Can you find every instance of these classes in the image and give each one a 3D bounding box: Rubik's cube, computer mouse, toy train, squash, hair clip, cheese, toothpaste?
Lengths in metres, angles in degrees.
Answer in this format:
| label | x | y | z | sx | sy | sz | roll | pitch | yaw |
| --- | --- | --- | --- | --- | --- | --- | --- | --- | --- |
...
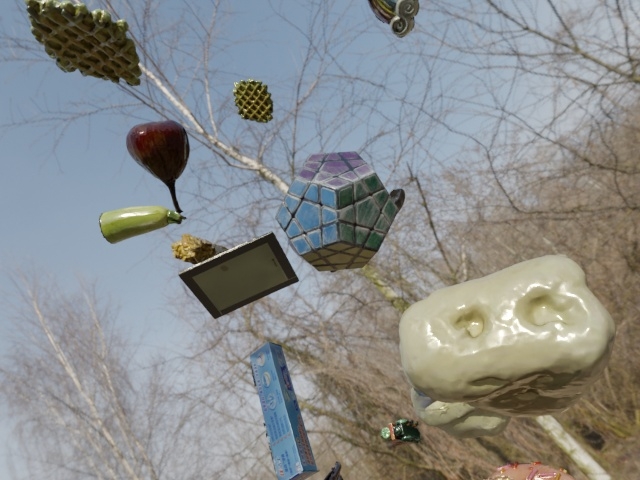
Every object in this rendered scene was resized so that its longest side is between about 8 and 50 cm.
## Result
| label | x | y | z | sx | sy | sz | roll | pitch | yaw |
| --- | --- | --- | --- | --- | --- | --- | --- | --- | --- |
| Rubik's cube | 0.040 | -0.073 | 1.139 | 0.264 | 0.319 | 0.319 | -15 | -38 | -57 |
| computer mouse | 0.268 | -0.124 | 1.666 | 0.172 | 0.057 | 0.099 | -47 | -24 | -8 |
| toy train | 0.162 | 0.391 | 0.893 | 0.064 | 0.044 | 0.103 | -24 | -37 | 23 |
| squash | -0.474 | -0.050 | 1.203 | 0.224 | 0.094 | 0.094 | -9 | -26 | 6 |
| hair clip | 0.138 | -0.464 | 0.788 | 0.049 | 0.116 | 0.172 | -37 | -24 | -49 |
| cheese | 0.249 | 0.155 | 0.632 | 0.252 | 0.173 | 0.247 | -17 | -41 | 12 |
| toothpaste | -0.079 | 0.338 | 0.888 | 0.066 | 0.272 | 0.053 | -39 | -43 | 17 |

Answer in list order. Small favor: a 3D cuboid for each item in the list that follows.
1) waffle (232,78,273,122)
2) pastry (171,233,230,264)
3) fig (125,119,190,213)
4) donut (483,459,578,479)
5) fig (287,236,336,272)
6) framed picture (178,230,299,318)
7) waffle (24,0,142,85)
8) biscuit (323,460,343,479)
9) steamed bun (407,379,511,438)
| label | x | y | z | sx | sy | sz | roll | pitch | yaw |
| --- | --- | --- | --- | --- | --- | --- | --- | --- | --- |
| waffle | -0.261 | -0.541 | 1.714 | 0.036 | 0.184 | 0.169 | -51 | -34 | -46 |
| pastry | -0.401 | 0.054 | 1.575 | 0.250 | 0.154 | 0.102 | 29 | -103 | -51 |
| fig | -0.468 | -0.245 | 1.386 | 0.191 | 0.191 | 0.290 | -39 | -66 | -13 |
| donut | 0.317 | 0.359 | 0.611 | 0.117 | 0.166 | 0.065 | -17 | -76 | -34 |
| fig | -0.004 | -0.012 | 1.619 | 0.224 | 0.224 | 0.263 | -38 | -46 | -16 |
| framed picture | -0.272 | 0.128 | 1.531 | 0.347 | 0.016 | 0.265 | -25 | -49 | 1 |
| waffle | -0.501 | -0.427 | 0.944 | 0.204 | 0.224 | 0.054 | 115 | 164 | -69 |
| biscuit | 0.080 | 0.797 | 1.328 | 0.063 | 0.235 | 0.151 | -29 | -7 | 1 |
| steamed bun | 0.348 | 0.315 | 1.151 | 0.247 | 0.339 | 0.352 | 24 | -71 | -26 |
